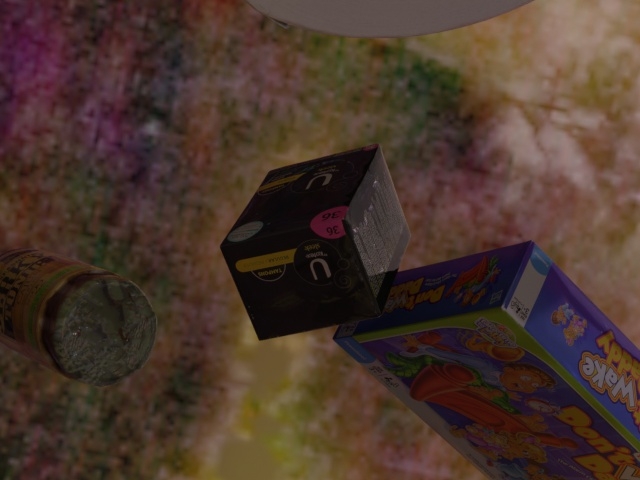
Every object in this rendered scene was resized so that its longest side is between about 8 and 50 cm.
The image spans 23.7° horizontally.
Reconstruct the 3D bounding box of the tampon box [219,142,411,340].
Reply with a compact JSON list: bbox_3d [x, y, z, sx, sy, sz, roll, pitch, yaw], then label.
[{"bbox_3d":[0.000,0.000,1.377,0.161,0.120,0.101,-63,136,-60],"label":"tampon box"}]

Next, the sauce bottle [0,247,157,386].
[{"bbox_3d":[-0.281,0.066,1.532,0.344,0.111,0.111,10,-92,58],"label":"sauce bottle"}]

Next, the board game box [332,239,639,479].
[{"bbox_3d":[0.212,0.154,1.453,0.233,0.347,0.078,-16,-142,51],"label":"board game box"}]

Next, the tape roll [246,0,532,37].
[{"bbox_3d":[0.089,-0.313,1.347,0.392,0.392,0.072,102,-19,-63],"label":"tape roll"}]
